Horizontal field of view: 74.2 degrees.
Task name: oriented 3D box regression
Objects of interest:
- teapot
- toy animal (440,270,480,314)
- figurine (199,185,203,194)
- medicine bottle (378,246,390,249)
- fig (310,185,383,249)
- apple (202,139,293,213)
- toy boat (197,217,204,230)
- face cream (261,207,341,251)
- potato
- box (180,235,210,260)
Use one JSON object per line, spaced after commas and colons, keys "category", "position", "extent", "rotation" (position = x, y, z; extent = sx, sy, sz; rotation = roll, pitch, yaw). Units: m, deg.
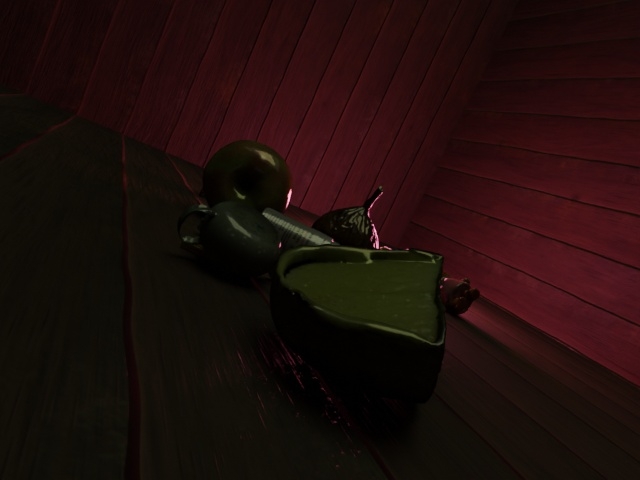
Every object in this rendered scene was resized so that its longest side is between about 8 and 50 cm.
{"category": "teapot", "position": [-0.185, 0.003, 0.964], "extent": [0.294, 0.129, 0.193], "rotation": [25, 24, -37]}
{"category": "toy animal", "position": [0.557, 0.218, 1.881], "extent": [0.281, 0.195, 0.169], "rotation": [38, -26, 45]}
{"category": "figurine", "position": [-0.382, -0.217, 1.863], "extent": [0.257, 0.181, 0.208], "rotation": [25, -33, -16]}
{"category": "medicine bottle", "position": [0.281, 0.138, 1.591], "extent": [0.111, 0.076, 0.309], "rotation": [55, 11, -31]}
{"category": "fig", "position": [0.139, -0.059, 1.685], "extent": [0.286, 0.369, 0.286], "rotation": [34, 1, -1]}
{"category": "apple", "position": [-0.253, -0.189, 1.492], "extent": [0.319, 0.319, 0.277], "rotation": [25, -2, -1]}
{"category": "toy boat", "position": [-0.301, -0.041, 1.222], "extent": [0.066, 0.059, 0.140], "rotation": [49, 15, 27]}
{"category": "face cream", "position": [-0.019, 0.046, 1.226], "extent": [0.369, 0.145, 0.145], "rotation": [26, 7, 2]}
{"category": "potato", "position": [0.052, 0.142, 0.702], "extent": [0.280, 0.213, 0.330], "rotation": [11, 20, 10]}
{"category": "box", "position": [-0.276, 0.017, 1.053], "extent": [0.087, 0.023, 0.155], "rotation": [28, 8, 4]}
